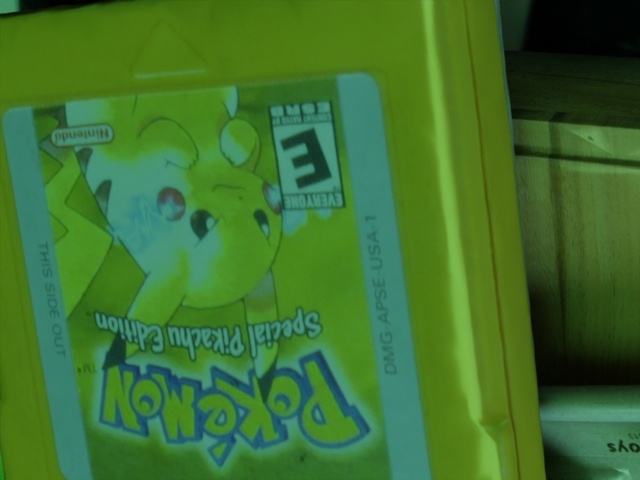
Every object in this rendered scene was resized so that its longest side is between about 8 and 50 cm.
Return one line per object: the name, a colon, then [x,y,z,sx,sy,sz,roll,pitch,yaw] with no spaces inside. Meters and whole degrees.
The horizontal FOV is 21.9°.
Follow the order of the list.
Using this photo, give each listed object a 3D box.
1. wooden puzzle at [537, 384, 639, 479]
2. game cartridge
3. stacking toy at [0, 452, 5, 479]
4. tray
wooden puzzle: [0.181,0.217,0.756,0.322,0.080,0.347,-4,118,33]
game cartridge: [-0.039,0.047,0.753,0.285,0.053,0.323,-2,99,33]
stacking toy: [-0.070,0.175,0.994,0.309,0.130,0.279,-37,72,39]
tray: [0.165,0.114,0.798,0.203,0.076,0.411,7,125,27]
